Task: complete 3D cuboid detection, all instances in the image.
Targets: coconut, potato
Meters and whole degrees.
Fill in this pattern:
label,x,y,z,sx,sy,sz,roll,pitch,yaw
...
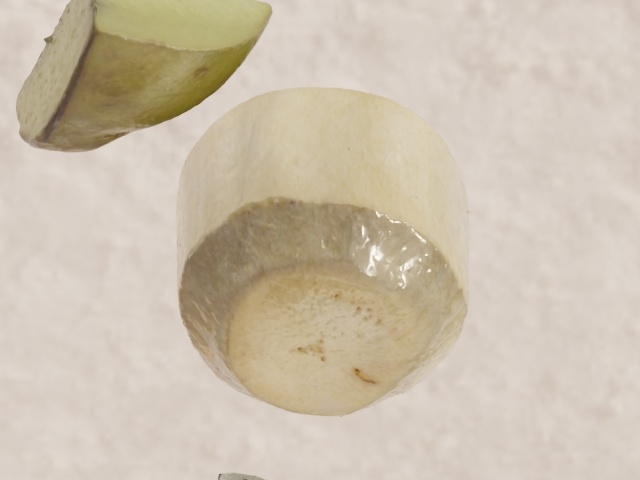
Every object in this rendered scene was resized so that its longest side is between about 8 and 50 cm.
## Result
label,x,y,z,sx,sy,sz,roll,pitch,yaw
coconut,0.000,0.000,1.322,0.202,0.222,0.202,0,132,0
potato,-0.107,-0.088,1.177,0.120,0.081,0.149,12,143,-23

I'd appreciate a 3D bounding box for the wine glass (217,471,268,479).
label,x,y,z,sx,sy,sz,roll,pitch,yaw
wine glass,0.021,0.223,1.103,0.197,0.165,0.165,8,147,7
